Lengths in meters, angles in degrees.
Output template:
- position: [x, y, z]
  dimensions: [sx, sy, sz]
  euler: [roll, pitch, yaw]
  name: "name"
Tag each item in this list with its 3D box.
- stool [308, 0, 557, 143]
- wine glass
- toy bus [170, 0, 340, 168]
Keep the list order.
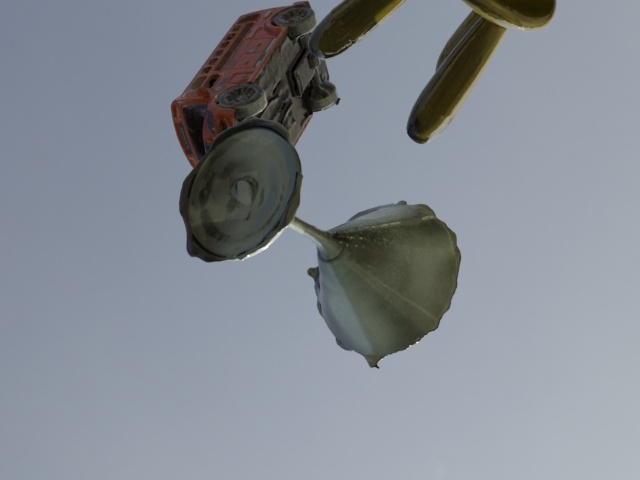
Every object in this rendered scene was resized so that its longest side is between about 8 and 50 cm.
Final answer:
- position: [0.072, -0.143, 0.831]
  dimensions: [0.135, 0.110, 0.134]
  euler: [6, -127, -42]
  name: "stool"
- position: [0.000, 0.000, 0.869]
  dimensions: [0.183, 0.122, 0.122]
  euler: [29, -131, -52]
  name: "wine glass"
- position: [-0.090, -0.182, 1.745]
  dimensions: [0.329, 0.153, 0.143]
  euler: [-65, -34, -50]
  name: "toy bus"
